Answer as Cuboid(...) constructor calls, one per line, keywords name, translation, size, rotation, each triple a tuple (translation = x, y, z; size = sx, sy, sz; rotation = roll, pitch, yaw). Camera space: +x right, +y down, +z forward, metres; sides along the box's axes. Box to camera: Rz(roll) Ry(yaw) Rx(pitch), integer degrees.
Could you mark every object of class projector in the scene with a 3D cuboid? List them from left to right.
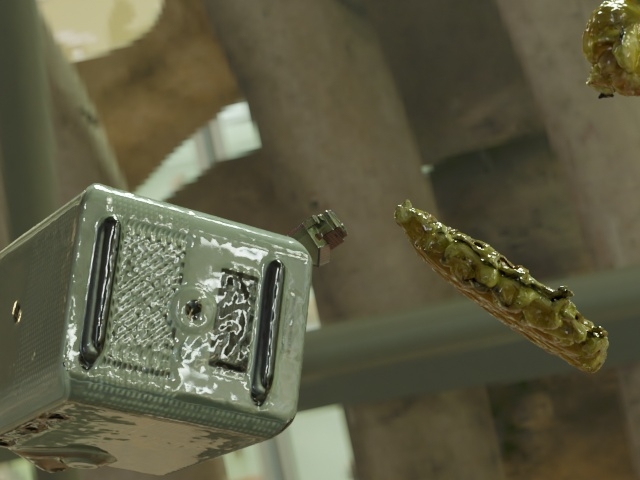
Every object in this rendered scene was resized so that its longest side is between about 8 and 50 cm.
Cuboid(name="projector", translation=(-0.139, 0.072, 1.148), size=(0.177, 0.163, 0.242), rotation=(17, -24, -27))

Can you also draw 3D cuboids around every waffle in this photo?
Cuboid(name="waffle", translation=(0.186, 0.051, 1.646), size=(0.245, 0.052, 0.254), rotation=(33, -3, 27))

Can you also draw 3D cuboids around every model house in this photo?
Cuboid(name="model house", translation=(0.000, 0.000, 2.054), size=(0.057, 0.058, 0.083), rotation=(-36, -4, 12))

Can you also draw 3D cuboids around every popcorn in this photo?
Cuboid(name="popcorn", translation=(0.227, -0.134, 1.197), size=(0.084, 0.084, 0.084), rotation=(-12, -3, -1))
